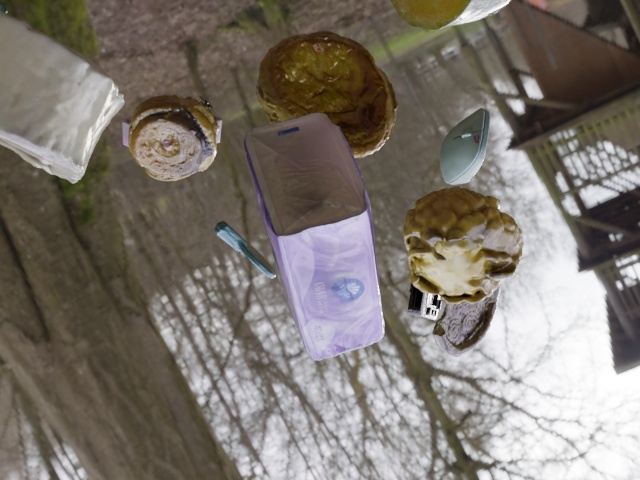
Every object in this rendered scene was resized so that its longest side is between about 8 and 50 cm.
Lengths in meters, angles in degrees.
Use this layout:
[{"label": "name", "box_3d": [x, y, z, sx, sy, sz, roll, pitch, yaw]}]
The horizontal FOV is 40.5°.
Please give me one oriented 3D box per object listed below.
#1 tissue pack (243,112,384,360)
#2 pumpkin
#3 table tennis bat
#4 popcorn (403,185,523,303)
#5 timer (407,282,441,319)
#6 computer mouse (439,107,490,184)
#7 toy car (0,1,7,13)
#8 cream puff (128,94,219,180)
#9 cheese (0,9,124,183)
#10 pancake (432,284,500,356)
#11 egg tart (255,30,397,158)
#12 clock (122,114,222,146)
[{"label": "tissue pack", "box_3d": [0.000, 0.000, 1.384, 0.160, 0.242, 0.338, -16, 141, -2]}, {"label": "pumpkin", "box_3d": [0.290, -0.628, 1.861, 0.199, 0.332, 0.332, -19, 180, -35]}, {"label": "table tennis bat", "box_3d": [-0.168, 0.021, 1.946, 0.033, 0.201, 0.124, -44, -138, 2]}, {"label": "popcorn", "box_3d": [0.274, 0.010, 1.683, 0.250, 0.250, 0.190, -25, -133, 26]}, {"label": "timer", "box_3d": [0.247, 0.111, 2.042, 0.055, 0.144, 0.187, 7, 174, 21]}, {"label": "computer mouse", "box_3d": [0.368, -0.242, 2.267, 0.097, 0.160, 0.288, 12, 167, 1]}, {"label": "toy car", "box_3d": [-0.684, -0.306, 1.543, 0.321, 0.097, 0.141, -52, -169, -31]}, {"label": "cream puff", "box_3d": [-0.292, -0.216, 1.745, 0.189, 0.189, 0.129, -26, -151, 18]}, {"label": "cheese", "box_3d": [-0.425, -0.209, 1.172, 0.153, 0.332, 0.292, -61, 172, -5]}, {"label": "pancake", "box_3d": [0.324, 0.143, 1.903, 0.211, 0.235, 0.029, -11, -158, -40]}, {"label": "egg tart", "box_3d": [0.005, -0.308, 1.921, 0.341, 0.341, 0.129, -31, 172, -30]}, {"label": "clock", "box_3d": [-0.345, -0.255, 2.031, 0.150, 0.063, 0.197, 24, -147, 28]}]
